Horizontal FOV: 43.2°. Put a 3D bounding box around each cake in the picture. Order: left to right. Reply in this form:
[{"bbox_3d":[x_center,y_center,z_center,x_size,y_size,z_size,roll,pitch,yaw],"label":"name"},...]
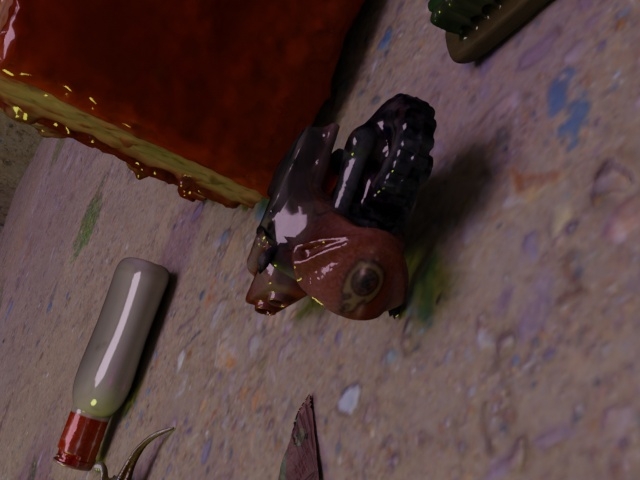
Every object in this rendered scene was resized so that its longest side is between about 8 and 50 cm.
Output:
[{"bbox_3d":[-0.143,-0.195,0.699,0.319,0.269,0.270,14,82,65],"label":"cake"}]

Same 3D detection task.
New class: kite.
[{"bbox_3d":[-0.030,0.158,0.487,0.152,0.005,0.137,-2,65,64],"label":"kite"}]

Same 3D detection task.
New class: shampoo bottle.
[{"bbox_3d":[-0.221,0.127,0.845,0.108,0.051,0.221,-2,67,61],"label":"shampoo bottle"}]

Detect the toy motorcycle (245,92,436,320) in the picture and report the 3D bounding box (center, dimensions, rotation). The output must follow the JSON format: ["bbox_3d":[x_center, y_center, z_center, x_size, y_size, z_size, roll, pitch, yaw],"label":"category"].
[{"bbox_3d":[0.000,0.000,0.472,0.212,0.084,0.118,145,140,-61],"label":"toy motorcycle"}]

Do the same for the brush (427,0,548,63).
[{"bbox_3d":[0.148,-0.186,0.377,0.282,0.048,0.054,-37,41,45],"label":"brush"}]

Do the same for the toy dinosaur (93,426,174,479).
[{"bbox_3d":[-0.184,0.224,0.711,0.058,0.037,0.180,38,113,41],"label":"toy dinosaur"}]
